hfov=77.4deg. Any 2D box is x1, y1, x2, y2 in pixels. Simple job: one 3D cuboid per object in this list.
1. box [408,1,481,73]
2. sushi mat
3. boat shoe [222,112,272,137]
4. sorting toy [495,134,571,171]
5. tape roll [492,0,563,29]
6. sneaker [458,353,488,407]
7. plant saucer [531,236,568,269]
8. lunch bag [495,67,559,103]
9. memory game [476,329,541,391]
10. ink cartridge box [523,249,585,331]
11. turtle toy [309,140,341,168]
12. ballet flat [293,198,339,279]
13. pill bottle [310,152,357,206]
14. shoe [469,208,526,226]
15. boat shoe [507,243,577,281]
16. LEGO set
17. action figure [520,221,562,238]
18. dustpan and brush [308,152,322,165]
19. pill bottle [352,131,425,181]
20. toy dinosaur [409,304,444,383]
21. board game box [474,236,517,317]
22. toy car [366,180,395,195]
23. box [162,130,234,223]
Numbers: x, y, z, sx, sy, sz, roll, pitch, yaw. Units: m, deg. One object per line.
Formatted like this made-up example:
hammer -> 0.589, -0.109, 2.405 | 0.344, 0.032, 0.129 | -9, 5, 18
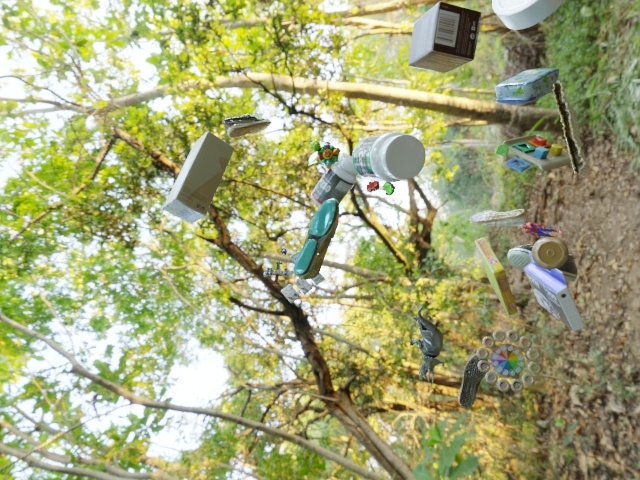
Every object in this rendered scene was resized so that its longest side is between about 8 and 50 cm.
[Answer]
box -> 0.450, -0.736, 1.471 | 0.203, 0.167, 0.168 | -143, 59, -74
sushi mat -> 0.474, -0.194, 0.744 | 0.317, 0.019, 0.151 | -12, -93, -53
boat shoe -> -0.351, -0.569, 1.937 | 0.285, 0.103, 0.092 | -31, -92, -46
sorting toy -> 0.793, -0.330, 1.440 | 0.348, 0.196, 0.047 | -15, -45, -21
tape roll -> 0.848, -1.008, 1.605 | 0.100, 0.286, 0.285 | 23, -109, -33
sneaker -> 0.508, 0.464, 1.345 | 0.188, 0.066, 0.071 | -69, -20, 1
plant saucer -> 0.584, 0.032, 1.014 | 0.015, 0.084, 0.083 | 11, -95, -69
lunch bag -> 0.825, -0.620, 1.602 | 0.219, 0.176, 0.090 | -30, -60, -21
memory game -> 0.571, 0.363, 1.214 | 0.012, 0.187, 0.185 | 47, -129, -71
ink cartridge box -> 0.732, 0.156, 1.279 | 0.208, 0.045, 0.206 | 60, -172, -15
turtle toy -> 0.016, -0.347, 1.579 | 0.095, 0.130, 0.066 | -58, 3, 8
ballet flat -> 0.000, 0.000, 1.632 | 0.348, 0.123, 0.123 | -66, -26, -6
pill bottle -> 0.086, -0.308, 2.099 | 0.283, 0.161, 0.161 | -54, -12, 25
shoe -> 0.690, -0.077, 1.560 | 0.076, 0.219, 0.058 | -44, -65, -32
boat shoe -> 1.063, 0.085, 1.903 | 0.501, 0.187, 0.155 | 15, -96, -32
LEGO set -> -0.125, 0.144, 1.718 | 0.183, 0.244, 0.060 | -35, -30, -20
action figure -> 0.627, -0.027, 1.140 | 0.030, 0.115, 0.038 | -75, 0, -58
dustpan and brush -> -0.003, -0.444, 2.125 | 0.211, 0.148, 0.060 | -111, 0, -53
pill bottle -> 0.280, -0.349, 1.680 | 0.361, 0.205, 0.203 | -142, 51, -73
toy dinosaur -> 0.448, 0.400, 1.625 | 0.121, 0.160, 0.313 | -10, -65, -28
board game box -> 0.509, 0.113, 1.151 | 0.259, 0.039, 0.124 | 54, -163, -42
toy car -> 0.360, -0.318, 2.208 | 0.238, 0.053, 0.224 | -59, 35, 31
box -> -0.448, -0.233, 1.481 | 0.121, 0.148, 0.310 | 31, -118, -30
